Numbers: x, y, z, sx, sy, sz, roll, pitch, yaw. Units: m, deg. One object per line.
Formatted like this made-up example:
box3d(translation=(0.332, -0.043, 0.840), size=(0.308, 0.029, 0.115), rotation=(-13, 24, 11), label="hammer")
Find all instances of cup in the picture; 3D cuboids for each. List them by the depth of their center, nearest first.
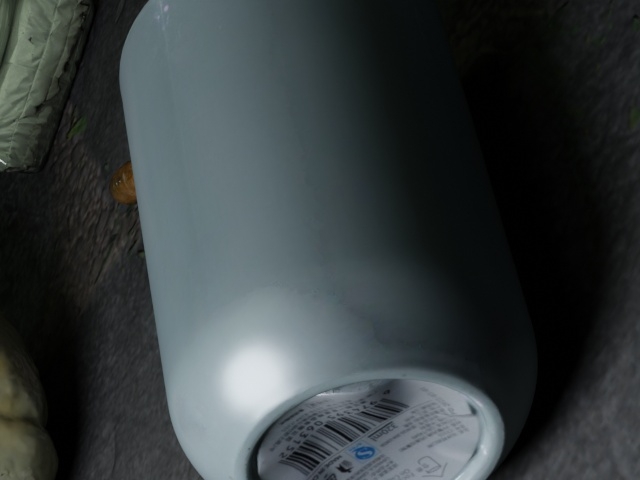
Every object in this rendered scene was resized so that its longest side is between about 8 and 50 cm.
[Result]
box3d(translation=(0.000, 0.000, 0.977), size=(0.205, 0.205, 0.312), rotation=(-48, 37, 33), label="cup")

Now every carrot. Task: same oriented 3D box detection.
box3d(translation=(-0.121, -0.062, 1.397), size=(0.165, 0.035, 0.036), rotation=(-23, 53, 50), label="carrot")

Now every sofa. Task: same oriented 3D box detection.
box3d(translation=(-0.353, -0.181, 1.717), size=(0.225, 0.176, 0.210), rotation=(12, 81, 61), label="sofa")

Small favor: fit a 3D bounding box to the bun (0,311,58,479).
box3d(translation=(-0.353, 0.201, 1.429), size=(0.365, 0.219, 0.365), rotation=(-19, 58, 34), label="bun")
